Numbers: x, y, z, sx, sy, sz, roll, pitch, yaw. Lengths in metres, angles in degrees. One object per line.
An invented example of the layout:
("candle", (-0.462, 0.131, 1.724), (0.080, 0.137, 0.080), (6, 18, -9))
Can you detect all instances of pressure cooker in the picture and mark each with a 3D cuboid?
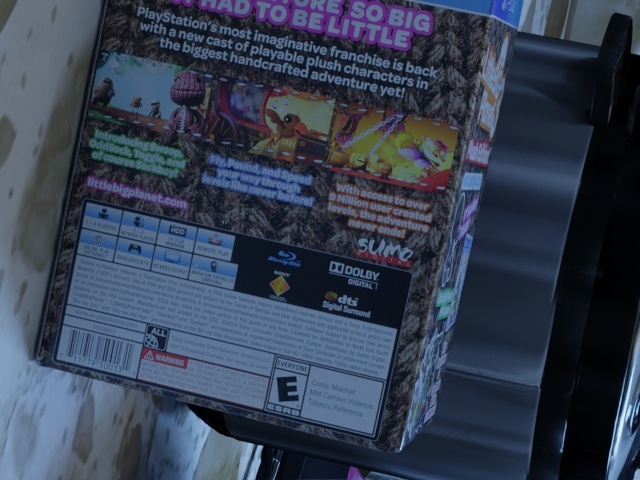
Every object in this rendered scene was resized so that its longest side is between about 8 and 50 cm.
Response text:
("pressure cooker", (0.131, 0.021, 1.507), (0.370, 0.420, 0.375), (50, 53, -75))

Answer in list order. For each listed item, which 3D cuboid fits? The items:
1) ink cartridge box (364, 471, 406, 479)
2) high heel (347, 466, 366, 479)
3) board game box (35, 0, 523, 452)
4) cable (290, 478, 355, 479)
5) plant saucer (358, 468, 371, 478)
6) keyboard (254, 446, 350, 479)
("ink cartridge box", (0.096, 0.374, 2.337), (0.273, 0.114, 0.197), (-33, 137, -55))
("high heel", (-0.029, 0.305, 1.970), (0.244, 0.082, 0.117), (-55, 126, -27))
("board game box", (-0.020, -0.043, 1.205), (0.141, 0.232, 0.291), (-14, 116, -78))
("cable", (-0.016, 0.251, 1.507), (0.257, 0.257, 0.089), (14, 67, -40))
("plant saucer", (0.081, 0.281, 2.475), (0.241, 0.037, 0.241), (13, 90, -79))
("keyboard", (-0.035, 0.267, 1.871), (0.201, 0.033, 0.317), (56, 44, -56))
